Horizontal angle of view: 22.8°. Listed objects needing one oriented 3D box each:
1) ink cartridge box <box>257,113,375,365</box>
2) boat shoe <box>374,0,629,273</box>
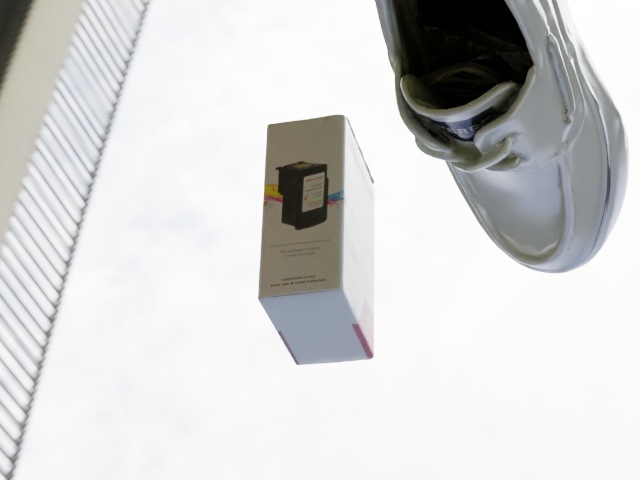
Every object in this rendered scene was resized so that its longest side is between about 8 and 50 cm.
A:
[{"bbox_3d":[0.000,0.000,1.353,0.072,0.127,0.175,-7,-123,13],"label":"ink cartridge box"},{"bbox_3d":[0.074,-0.075,0.709,0.096,0.268,0.088,11,-133,27],"label":"boat shoe"}]
